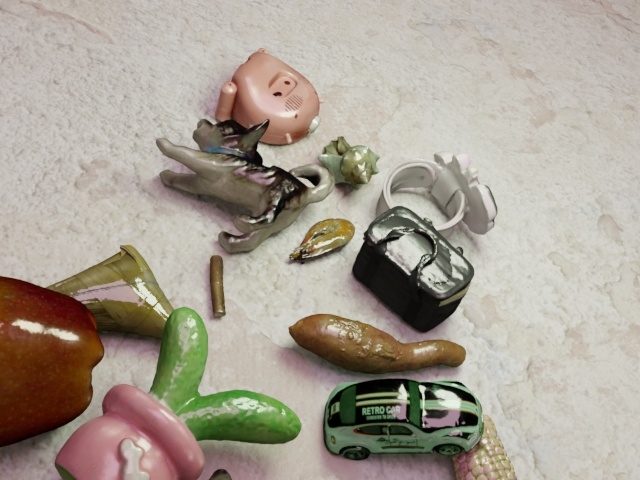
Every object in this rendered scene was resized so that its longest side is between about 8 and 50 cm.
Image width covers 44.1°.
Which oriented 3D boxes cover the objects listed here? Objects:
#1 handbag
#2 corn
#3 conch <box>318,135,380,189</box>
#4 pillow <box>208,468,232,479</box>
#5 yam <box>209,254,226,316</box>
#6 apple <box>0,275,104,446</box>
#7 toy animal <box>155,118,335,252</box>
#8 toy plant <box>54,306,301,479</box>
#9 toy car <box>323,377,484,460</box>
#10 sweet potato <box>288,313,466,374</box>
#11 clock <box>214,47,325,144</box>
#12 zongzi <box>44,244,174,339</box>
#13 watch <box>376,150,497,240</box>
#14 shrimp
[{"bbox_3d":[0.205,0.054,1.713,0.181,0.181,0.254,-35,70,-31],"label":"handbag"},{"bbox_3d":[0.315,0.474,1.462,0.126,0.127,0.335,-2,48,-18],"label":"corn"},{"bbox_3d":[0.061,-0.180,1.920,0.137,0.115,0.233,-9,20,-35],"label":"conch"},{"bbox_3d":[-0.173,0.504,1.331,0.093,0.051,0.241,-4,55,-19],"label":"pillow"},{"bbox_3d":[-0.216,0.095,1.658,0.032,0.032,0.145,2,51,-15],"label":"yam"},{"bbox_3d":[-0.535,0.202,1.325,0.316,0.288,0.288,4,50,-30],"label":"apple"},{"bbox_3d":[-0.160,-0.155,1.778,0.302,0.194,0.344,-34,70,-29],"label":"toy animal"},{"bbox_3d":[-0.251,0.333,1.350,0.317,0.210,0.356,46,52,0],"label":"toy plant"},{"bbox_3d":[0.150,0.323,1.485,0.305,0.125,0.136,-5,51,10],"label":"toy car"},{"bbox_3d":[0.120,0.222,1.613,0.385,0.109,0.109,13,50,-13],"label":"sweet potato"},{"bbox_3d":[-0.107,-0.352,1.980,0.241,0.142,0.227,32,50,5],"label":"clock"},{"bbox_3d":[-0.392,0.157,1.518,0.228,0.115,0.256,-29,75,-29],"label":"zongzi"},{"bbox_3d":[0.263,-0.085,1.849,0.231,0.196,0.244,-21,64,-22],"label":"watch"},{"bbox_3d":[0.000,0.000,1.796,0.190,0.042,0.101,-32,46,-33],"label":"shrimp"}]
